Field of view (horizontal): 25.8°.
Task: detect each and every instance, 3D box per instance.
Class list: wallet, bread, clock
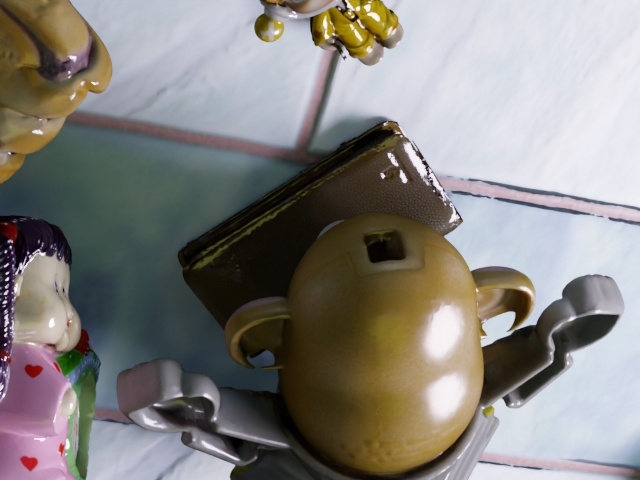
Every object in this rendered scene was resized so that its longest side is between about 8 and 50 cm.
[{"bbox_3d":[0.000,0.000,1.046,0.198,0.031,0.110,-32,121,5],"label":"wallet"},{"bbox_3d":[-0.247,-0.085,0.903,0.225,0.081,0.134,-37,92,11],"label":"bread"},{"bbox_3d":[-0.204,0.088,0.945,0.100,0.194,0.196,0,80,0],"label":"clock"}]

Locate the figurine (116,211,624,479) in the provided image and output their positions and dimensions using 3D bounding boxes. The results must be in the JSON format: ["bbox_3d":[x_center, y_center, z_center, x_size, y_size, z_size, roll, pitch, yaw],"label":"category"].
[{"bbox_3d":[0.041,0.096,0.995,0.342,0.167,0.285,-29,148,-18],"label":"figurine"}]

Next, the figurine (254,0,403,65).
[{"bbox_3d":[0.005,-0.175,0.934,0.143,0.068,0.101,11,120,-32],"label":"figurine"}]
